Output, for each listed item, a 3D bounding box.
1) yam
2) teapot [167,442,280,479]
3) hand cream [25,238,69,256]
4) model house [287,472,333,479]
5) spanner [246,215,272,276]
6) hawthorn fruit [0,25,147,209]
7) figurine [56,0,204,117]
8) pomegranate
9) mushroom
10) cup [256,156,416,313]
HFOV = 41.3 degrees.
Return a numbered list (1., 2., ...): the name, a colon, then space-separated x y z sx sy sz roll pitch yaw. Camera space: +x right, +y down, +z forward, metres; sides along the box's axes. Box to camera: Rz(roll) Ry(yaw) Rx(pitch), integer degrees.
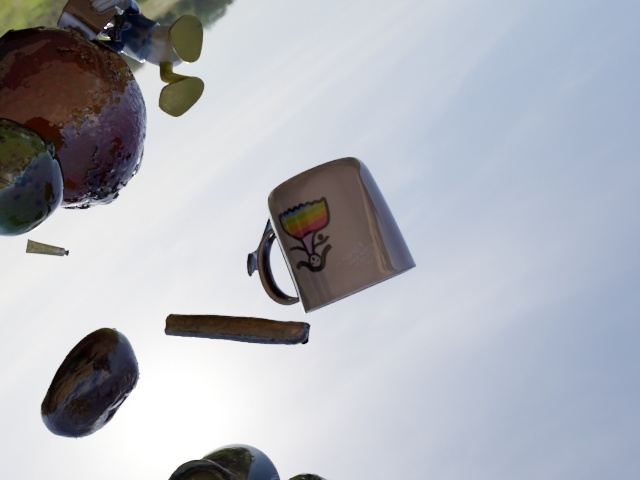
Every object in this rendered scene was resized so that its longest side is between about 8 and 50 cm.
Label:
1. yam: -0.143 0.150 1.440 0.263 0.046 0.046 1 -148 19
2. teapot: -0.270 0.579 1.933 0.305 0.224 0.285 -2 169 17
3. hand cream: -0.651 0.021 2.024 0.022 0.102 0.035 -3 -102 56
4. model house: 0.061 0.557 1.458 0.300 0.190 0.272 -3 -131 39
5. spanner: -0.102 -0.003 1.519 0.012 0.046 0.209 -1 -145 14
6. hawthorn fruit: -0.433 -0.197 1.371 0.315 0.316 0.316 -32 -162 12
7. figurine: -0.417 -0.422 1.739 0.338 0.283 0.205 40 -66 44
8. pomegranate: -0.439 -0.073 1.137 0.205 0.159 0.159 -37 -163 13
9. mushroom: -0.440 0.287 1.652 0.231 0.138 0.194 -63 -178 7
10. cup: 0.000 0.000 1.352 0.252 0.201 0.191 -27 174 29
